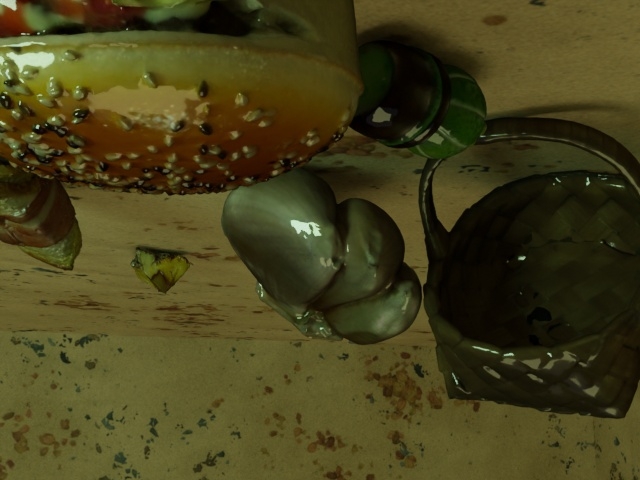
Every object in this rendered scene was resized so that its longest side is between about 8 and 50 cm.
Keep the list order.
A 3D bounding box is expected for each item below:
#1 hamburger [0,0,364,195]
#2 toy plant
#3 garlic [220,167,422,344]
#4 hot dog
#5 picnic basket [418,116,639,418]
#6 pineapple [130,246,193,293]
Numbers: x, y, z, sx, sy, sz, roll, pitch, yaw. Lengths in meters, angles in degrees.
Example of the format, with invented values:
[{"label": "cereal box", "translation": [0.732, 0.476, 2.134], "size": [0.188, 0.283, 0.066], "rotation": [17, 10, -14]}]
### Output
[{"label": "hamburger", "translation": [-0.116, -0.121, 0.635], "size": [0.300, 0.176, 0.300], "rotation": [5, 173, 1]}, {"label": "toy plant", "translation": [0.090, -0.123, 0.855], "size": [0.092, 0.093, 0.162], "rotation": [-11, 163, 41]}, {"label": "garlic", "translation": [0.001, 0.018, 1.194], "size": [0.279, 0.132, 0.325], "rotation": [32, 153, 0]}, {"label": "hot dog", "translation": [-0.377, -0.052, 1.183], "size": [0.123, 0.093, 0.261], "rotation": [6, 154, 16]}, {"label": "picnic basket", "translation": [0.254, -0.004, 1.077], "size": [0.292, 0.338, 0.337], "rotation": [1, 169, 29]}, {"label": "pineapple", "translation": [-0.302, 0.051, 1.688], "size": [0.114, 0.077, 0.114], "rotation": [-11, 150, 26]}]
